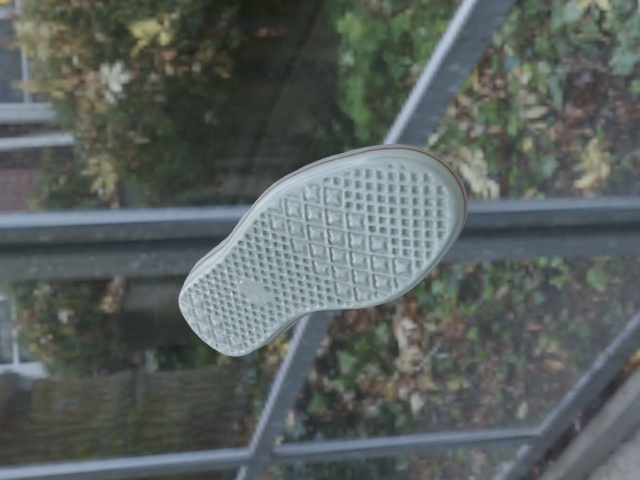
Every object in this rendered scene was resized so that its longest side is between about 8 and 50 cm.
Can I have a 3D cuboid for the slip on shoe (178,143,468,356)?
[{"bbox_3d":[0.000,0.000,0.956,0.123,0.101,0.331,48,142,-7],"label":"slip on shoe"}]
